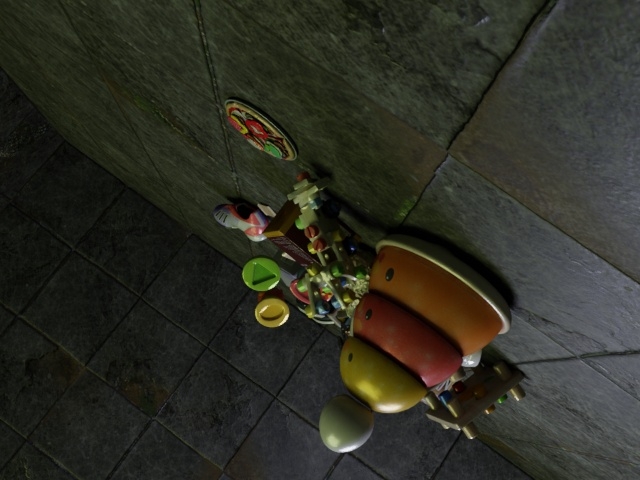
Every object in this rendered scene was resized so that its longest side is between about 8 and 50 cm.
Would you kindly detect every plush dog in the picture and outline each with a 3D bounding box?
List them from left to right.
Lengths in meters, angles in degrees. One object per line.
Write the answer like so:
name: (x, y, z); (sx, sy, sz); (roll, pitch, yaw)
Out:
plush dog: (0.124, 0.125, 1.825); (0.262, 0.211, 0.225); (25, 139, 44)

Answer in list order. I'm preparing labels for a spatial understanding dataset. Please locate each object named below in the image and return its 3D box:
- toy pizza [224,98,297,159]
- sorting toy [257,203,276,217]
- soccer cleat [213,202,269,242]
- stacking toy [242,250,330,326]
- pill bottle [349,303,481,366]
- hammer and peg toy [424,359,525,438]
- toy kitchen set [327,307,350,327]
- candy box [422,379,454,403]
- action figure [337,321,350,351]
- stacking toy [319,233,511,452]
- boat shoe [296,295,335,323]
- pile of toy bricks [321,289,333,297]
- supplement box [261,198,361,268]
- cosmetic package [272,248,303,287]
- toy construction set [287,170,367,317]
toy pizza: (-0.140, -0.240, 1.477); (0.201, 0.032, 0.201); (34, 167, 9)
sorting toy: (-0.164, -0.090, 2.148); (0.062, 0.012, 0.083); (14, 152, 49)
soccer cleat: (-0.285, -0.094, 2.311); (0.318, 0.109, 0.116); (26, 143, 47)
stacking toy: (-0.121, 0.127, 2.330); (0.130, 0.309, 0.279); (-99, -16, -65)
pill bottle: (0.242, 0.257, 1.702); (0.323, 0.181, 0.181); (3, 168, -4)
hammer and peg toy: (0.442, 0.478, 2.026); (0.127, 0.266, 0.361); (56, 166, -1)
toy kitchen set: (0.136, 0.221, 2.121); (0.122, 0.166, 0.207); (39, 167, -9)
candy box: (0.365, 0.438, 2.265); (0.088, 0.182, 0.316); (26, 164, 42)
action figure: (0.202, 0.291, 2.100); (0.185, 0.285, 0.099); (114, 143, -60)
stacking toy: (0.161, 0.257, 1.449); (0.351, 0.479, 0.350); (34, 167, 9)
boat shoe: (-0.004, 0.254, 2.762); (0.340, 0.127, 0.113); (20, 137, 60)
pile of toy bricks: (0.065, 0.103, 2.092); (0.105, 0.118, 0.212); (8, 148, 0)
supplement box: (-0.028, -0.012, 1.793); (0.194, 0.129, 0.191); (40, 167, -13)
cosmetic package: (-0.092, 0.119, 2.523); (0.127, 0.107, 0.238); (28, 162, 25)
toy construction set: (0.000, 0.000, 1.528); (0.151, 0.215, 0.327); (-9, 98, 31)
